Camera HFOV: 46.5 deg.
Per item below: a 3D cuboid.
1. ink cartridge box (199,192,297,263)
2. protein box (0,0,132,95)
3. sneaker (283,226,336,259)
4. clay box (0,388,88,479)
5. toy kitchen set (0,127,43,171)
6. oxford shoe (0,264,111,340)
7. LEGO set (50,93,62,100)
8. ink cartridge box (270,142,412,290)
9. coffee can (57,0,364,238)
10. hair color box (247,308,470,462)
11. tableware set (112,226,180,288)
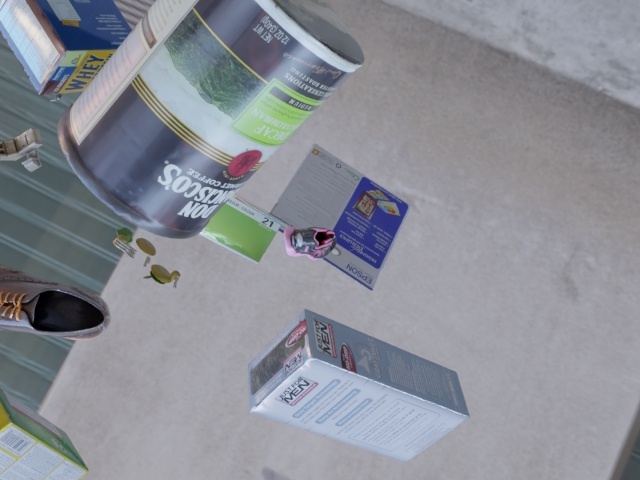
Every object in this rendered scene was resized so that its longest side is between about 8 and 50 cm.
[{"bbox_3d":[-0.147,-0.030,1.285,0.188,0.097,0.255,31,180,-43],"label":"ink cartridge box"},{"bbox_3d":[-0.513,-0.424,1.520,0.199,0.136,0.201,-23,-102,-54],"label":"protein box"},{"bbox_3d":[0.000,0.000,1.007,0.057,0.047,0.119,-13,176,27],"label":"sneaker"},{"bbox_3d":[-0.300,0.213,0.555,0.053,0.222,0.127,44,165,32],"label":"clay box"},{"bbox_3d":[-0.573,-0.164,1.394,0.083,0.068,0.075,-22,174,28],"label":"toy kitchen set"},{"bbox_3d":[-0.570,0.108,1.377,0.363,0.130,0.132,9,171,-19],"label":"oxford shoe"},{"bbox_3d":[-0.608,-0.362,1.750,0.054,0.083,0.023,56,-158,23],"label":"LEGO set"},{"bbox_3d":[0.042,-0.053,1.826,0.303,0.307,0.072,33,143,-4],"label":"ink cartridge box"},{"bbox_3d":[-0.119,-0.165,0.801,0.201,0.275,0.202,38,-156,-20],"label":"coffee can"},{"bbox_3d":[0.071,0.278,1.374,0.374,0.185,0.114,25,-145,-29],"label":"hair color box"},{"bbox_3d":[-0.338,0.036,1.448,0.154,0.024,0.104,39,-162,-18],"label":"tableware set"}]
